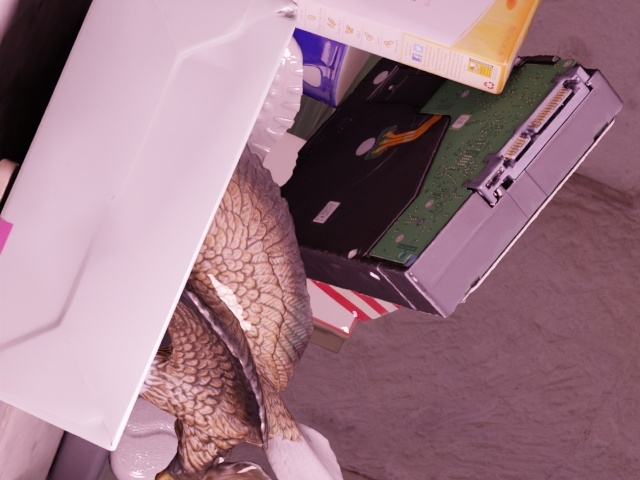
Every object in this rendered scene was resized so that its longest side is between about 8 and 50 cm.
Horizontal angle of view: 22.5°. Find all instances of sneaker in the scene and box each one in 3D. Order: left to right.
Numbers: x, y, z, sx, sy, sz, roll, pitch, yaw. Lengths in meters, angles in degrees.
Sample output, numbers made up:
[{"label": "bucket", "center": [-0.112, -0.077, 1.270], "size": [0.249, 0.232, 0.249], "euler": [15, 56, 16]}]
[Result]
[{"label": "sneaker", "center": [-0.195, 0.207, 1.751], "size": [0.240, 0.091, 0.126], "euler": [-79, -165, -56]}, {"label": "sneaker", "center": [-0.075, -0.121, 1.498], "size": [0.235, 0.090, 0.094], "euler": [119, -14, -46]}]

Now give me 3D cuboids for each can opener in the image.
[{"label": "can opener", "center": [-0.189, 0.146, 1.558], "size": [0.280, 0.093, 0.074], "euler": [-61, -178, 28]}]

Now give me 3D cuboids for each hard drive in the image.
[{"label": "hard drive", "center": [0.081, -0.058, 1.384], "size": [0.237, 0.064, 0.339], "euler": [-50, -157, -14]}]

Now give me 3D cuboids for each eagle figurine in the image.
[{"label": "eagle figurine", "center": [-0.091, 0.082, 1.280], "size": [0.225, 0.226, 0.298], "euler": [-9, 123, -35]}]

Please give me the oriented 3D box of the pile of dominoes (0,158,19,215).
[{"label": "pile of dominoes", "center": [-0.213, 0.069, 0.804], "size": [0.251, 0.040, 0.196], "euler": [133, -21, -70]}]

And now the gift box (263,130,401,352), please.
[{"label": "gift box", "center": [0.000, 0.000, 2.224], "size": [0.258, 0.276, 0.255], "euler": [100, 10, -78]}]

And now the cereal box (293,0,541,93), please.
[{"label": "cereal box", "center": [0.068, -0.231, 1.351], "size": [0.047, 0.240, 0.173], "euler": [96, 16, -57]}]

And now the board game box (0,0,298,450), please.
[{"label": "board game box", "center": [-0.102, -0.031, 0.871], "size": [0.303, 0.098, 0.224], "euler": [-147, -99, -86]}]

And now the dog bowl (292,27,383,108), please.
[{"label": "dog bowl", "center": [0.032, -0.264, 1.553], "size": [0.265, 0.104, 0.265], "euler": [-60, 172, -15]}]
